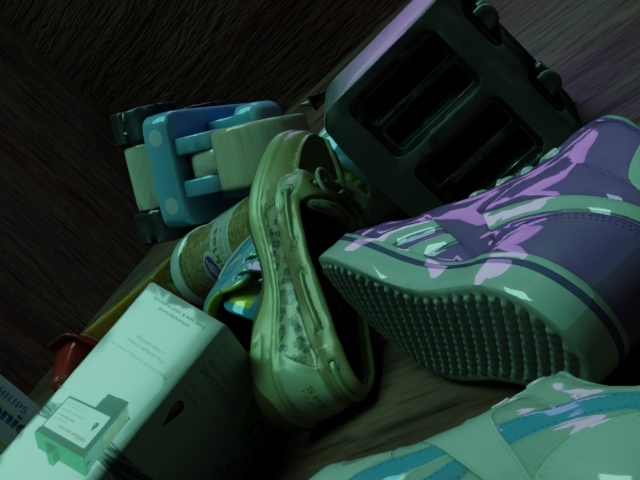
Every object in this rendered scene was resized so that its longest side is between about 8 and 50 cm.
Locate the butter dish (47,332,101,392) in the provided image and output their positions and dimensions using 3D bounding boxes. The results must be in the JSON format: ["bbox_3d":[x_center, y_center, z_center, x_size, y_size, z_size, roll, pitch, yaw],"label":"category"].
[{"bbox_3d":[-0.359,0.225,1.434,0.160,0.160,0.118,-29,36,58],"label":"butter dish"}]

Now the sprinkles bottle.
[{"bbox_3d":[-0.099,0.010,1.243,0.121,0.121,0.355,-52,12,-24],"label":"sprinkles bottle"}]

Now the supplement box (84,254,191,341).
[{"bbox_3d":[-0.287,0.112,1.496,0.233,0.078,0.080,-34,12,43],"label":"supplement box"}]

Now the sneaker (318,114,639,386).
[{"bbox_3d":[0.116,0.001,0.561,0.161,0.102,0.282,-47,21,-17],"label":"sneaker"}]

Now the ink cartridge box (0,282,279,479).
[{"bbox_3d":[-0.144,0.171,0.726,0.093,0.160,0.219,25,67,34],"label":"ink cartridge box"}]

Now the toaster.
[{"bbox_3d":[0.101,-0.111,0.790,0.186,0.168,0.110,-43,13,19],"label":"toaster"}]

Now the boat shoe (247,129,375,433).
[{"bbox_3d":[0.003,0.017,0.766,0.089,0.104,0.285,-28,49,33],"label":"boat shoe"}]

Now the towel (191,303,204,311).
[{"bbox_3d":[-0.186,0.069,1.589,0.370,0.040,0.271,-48,12,-16],"label":"towel"}]

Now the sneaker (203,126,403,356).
[{"bbox_3d":[0.000,0.000,0.914,0.319,0.127,0.208,-54,7,17],"label":"sneaker"}]

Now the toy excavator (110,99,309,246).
[{"bbox_3d":[-0.129,-0.132,1.416,0.445,0.222,0.433,-10,5,32],"label":"toy excavator"}]

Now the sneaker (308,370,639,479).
[{"bbox_3d":[0.075,0.109,0.373,0.229,0.087,0.092,-20,21,51],"label":"sneaker"}]

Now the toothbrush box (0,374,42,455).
[{"bbox_3d":[-0.440,0.316,1.233,0.283,0.206,0.122,-35,16,44],"label":"toothbrush box"}]
